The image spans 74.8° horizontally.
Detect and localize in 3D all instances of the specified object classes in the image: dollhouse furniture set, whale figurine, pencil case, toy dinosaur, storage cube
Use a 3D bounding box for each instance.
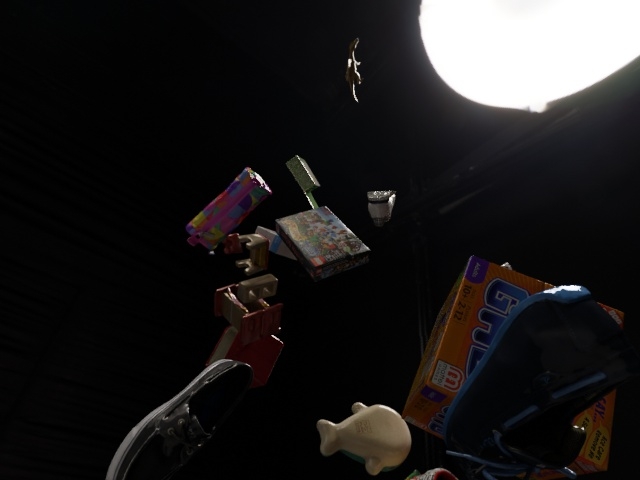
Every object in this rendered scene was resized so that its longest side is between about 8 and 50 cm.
[{"bbox_3d":[-0.228,0.127,1.361,0.201,0.152,0.374,33,-56,41],"label":"dollhouse furniture set"},{"bbox_3d":[0.121,0.579,1.209,0.216,0.272,0.141,-107,-155,-54],"label":"whale figurine"},{"bbox_3d":[-0.234,-0.076,1.065,0.236,0.104,0.104,-45,-154,2],"label":"pencil case"},{"bbox_3d":[0.091,-0.486,1.224,0.092,0.053,0.183,-24,113,-75],"label":"toy dinosaur"},{"bbox_3d":[-0.291,0.442,1.620,0.215,0.193,0.183,-31,-154,47],"label":"storage cube"}]

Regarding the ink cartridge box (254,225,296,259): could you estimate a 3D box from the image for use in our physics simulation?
[{"bbox_3d":[-0.158,0.003,1.426,0.180,0.104,0.060,23,-88,44],"label":"ink cartridge box"}]

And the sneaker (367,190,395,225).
[{"bbox_3d":[0.193,-0.109,1.332,0.090,0.094,0.235,-4,-169,19],"label":"sneaker"}]

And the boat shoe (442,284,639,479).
[{"bbox_3d":[0.169,0.155,0.356,0.089,0.109,0.258,-120,-161,-46],"label":"boat shoe"}]

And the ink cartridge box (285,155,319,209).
[{"bbox_3d":[-0.032,-0.190,1.532,0.056,0.235,0.171,-32,-179,8],"label":"ink cartridge box"}]

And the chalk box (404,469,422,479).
[{"bbox_3d":[0.256,0.679,0.961,0.132,0.132,0.213,-40,-154,-6],"label":"chalk box"}]

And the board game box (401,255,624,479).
[{"bbox_3d":[0.453,0.327,1.048,0.356,0.356,0.356,-59,163,-29],"label":"board game box"}]

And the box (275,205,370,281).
[{"bbox_3d":[0.000,0.000,1.107,0.233,0.159,0.044,48,-34,44],"label":"box"}]

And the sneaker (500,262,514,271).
[{"bbox_3d":[0.676,0.127,1.492,0.044,0.040,0.109,-19,-142,-8],"label":"sneaker"}]

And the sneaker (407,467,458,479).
[{"bbox_3d":[0.202,0.497,0.633,0.145,0.090,0.270,-59,-146,36],"label":"sneaker"}]

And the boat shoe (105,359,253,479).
[{"bbox_3d":[-0.171,0.244,0.555,0.076,0.080,0.228,-22,-169,43],"label":"boat shoe"}]
